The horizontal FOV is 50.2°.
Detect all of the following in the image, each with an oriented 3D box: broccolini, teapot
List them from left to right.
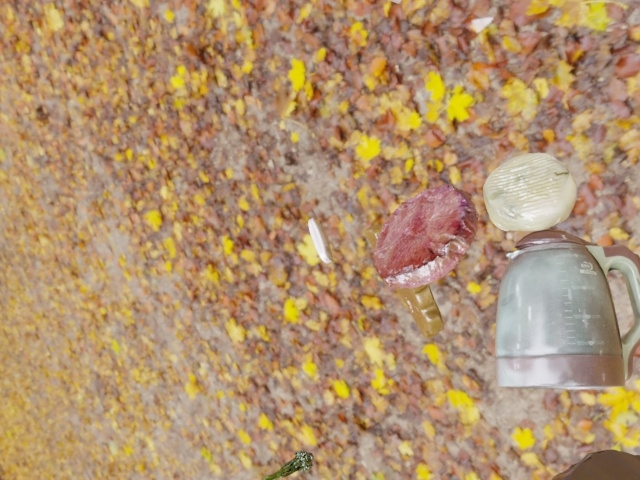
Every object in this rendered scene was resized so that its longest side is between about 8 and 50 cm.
[{"bbox_3d":[-0.104,0.453,1.277,0.042,0.218,0.044,20,124,52],"label":"broccolini"},{"bbox_3d":[0.500,0.134,1.342,0.233,0.315,0.312,122,150,-77],"label":"teapot"}]

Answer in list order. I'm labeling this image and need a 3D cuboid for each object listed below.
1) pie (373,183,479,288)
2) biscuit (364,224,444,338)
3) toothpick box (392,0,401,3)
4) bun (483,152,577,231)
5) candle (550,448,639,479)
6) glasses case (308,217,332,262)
[{"bbox_3d":[0.124,-0.003,0.826,0.036,0.154,0.154,39,151,-27],"label":"pie"},{"bbox_3d":[0.176,0.066,1.451,0.301,0.043,0.278,59,175,34],"label":"biscuit"},{"bbox_3d":[0.027,-0.298,0.642,0.149,0.098,0.098,21,135,-4],"label":"toothpick box"},{"bbox_3d":[0.499,-0.104,1.631,0.116,0.210,0.237,57,-166,-37],"label":"bun"},{"bbox_3d":[0.233,0.359,0.562,0.221,0.221,0.342,33,119,35],"label":"candle"},{"bbox_3d":[0.000,0.000,1.149,0.021,0.032,0.083,-26,64,13],"label":"glasses case"}]
